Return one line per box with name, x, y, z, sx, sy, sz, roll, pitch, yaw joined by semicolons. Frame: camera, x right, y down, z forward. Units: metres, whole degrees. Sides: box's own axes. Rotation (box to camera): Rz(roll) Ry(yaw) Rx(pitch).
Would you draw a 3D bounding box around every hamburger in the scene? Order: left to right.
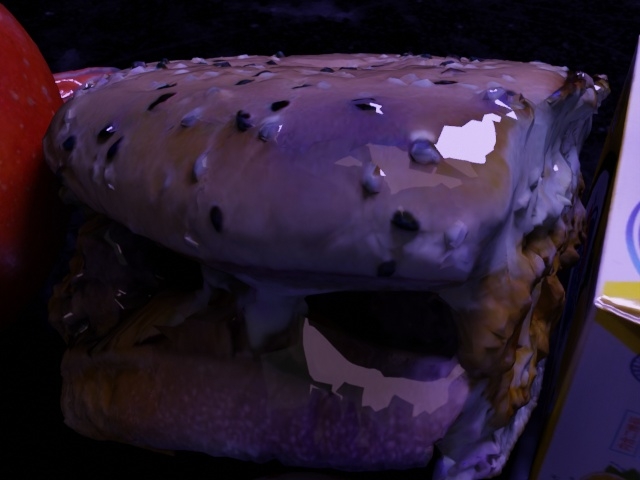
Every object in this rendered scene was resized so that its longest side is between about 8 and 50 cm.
hamburger;0.000;0.000;0.536;0.277;0.195;0.318;6;13;16

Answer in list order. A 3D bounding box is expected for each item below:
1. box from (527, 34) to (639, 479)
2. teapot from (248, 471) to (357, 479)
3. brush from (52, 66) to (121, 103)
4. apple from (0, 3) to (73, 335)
box;0.204;0.017;0.605;0.097;0.168;0.265;15;45;11
teapot;-0.015;0.186;0.432;0.245;0.116;0.159;-32;91;-35
brush;-0.213;-0.084;0.762;0.323;0.070;0.051;-21;51;-25
apple;-0.270;-0.031;0.561;0.260;0.260;0.216;-20;70;-23
